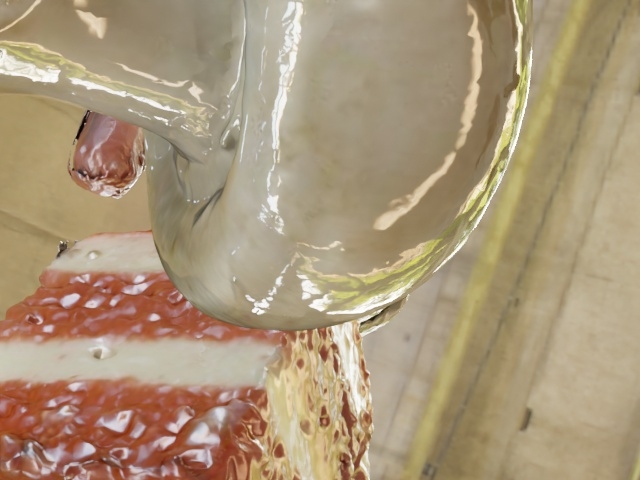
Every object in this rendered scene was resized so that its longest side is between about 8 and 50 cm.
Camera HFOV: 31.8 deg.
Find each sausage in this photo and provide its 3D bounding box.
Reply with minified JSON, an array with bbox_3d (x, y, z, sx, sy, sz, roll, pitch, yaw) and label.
[{"bbox_3d":[-0.208,-0.101,1.140,0.141,0.076,0.076,-82,-28,-44],"label":"sausage"}]

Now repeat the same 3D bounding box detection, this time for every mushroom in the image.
[{"bbox_3d":[-0.049,-0.097,0.594,0.290,0.297,0.297,2,-80,-24],"label":"mushroom"}]

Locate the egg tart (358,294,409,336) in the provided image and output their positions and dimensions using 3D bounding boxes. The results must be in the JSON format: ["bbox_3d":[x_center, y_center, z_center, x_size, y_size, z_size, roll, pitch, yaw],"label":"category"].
[{"bbox_3d":[0.000,0.000,1.236,0.279,0.095,0.278,-4,-70,-12],"label":"egg tart"}]

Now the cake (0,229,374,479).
[{"bbox_3d":[-0.106,0.160,0.918,0.319,0.270,0.270,-65,-33,-50],"label":"cake"}]
